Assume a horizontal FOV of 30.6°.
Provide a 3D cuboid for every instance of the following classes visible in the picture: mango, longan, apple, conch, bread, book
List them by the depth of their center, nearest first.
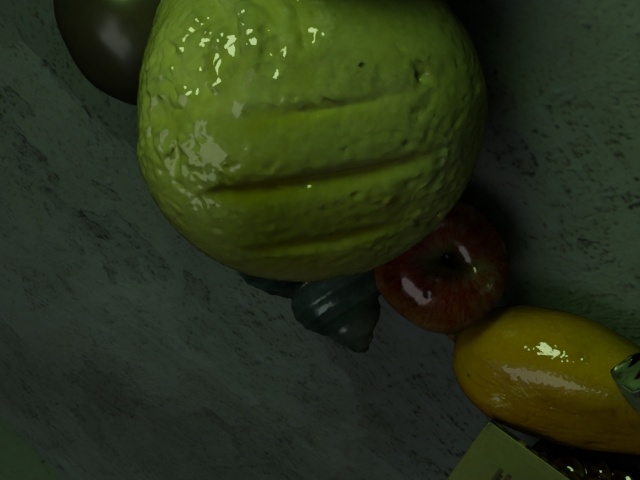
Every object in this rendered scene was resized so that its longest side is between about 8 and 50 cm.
[{"bbox_3d":[-0.009,-0.112,1.068,0.321,0.237,0.320,-9,144,-6],"label":"bread"},{"bbox_3d":[-0.178,-0.242,1.199,0.197,0.196,0.220,14,127,36],"label":"longan"},{"bbox_3d":[0.128,0.028,1.247,0.146,0.146,0.131,40,174,1],"label":"apple"},{"bbox_3d":[0.232,0.326,1.265,0.231,0.161,0.026,36,-172,14],"label":"book"},{"bbox_3d":[0.277,0.158,1.271,0.317,0.119,0.176,19,141,20],"label":"mango"},{"bbox_3d":[0.000,0.000,1.339,0.220,0.195,0.277,-14,96,21],"label":"conch"}]

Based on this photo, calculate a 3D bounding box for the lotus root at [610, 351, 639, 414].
[{"bbox_3d":[0.383,0.146,1.138,0.144,0.070,0.143,39,112,-13],"label":"lotus root"}]

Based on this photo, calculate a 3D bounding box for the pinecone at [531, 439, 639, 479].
[{"bbox_3d":[0.287,0.364,1.397,0.264,0.264,0.264,27,146,21],"label":"pinecone"}]
